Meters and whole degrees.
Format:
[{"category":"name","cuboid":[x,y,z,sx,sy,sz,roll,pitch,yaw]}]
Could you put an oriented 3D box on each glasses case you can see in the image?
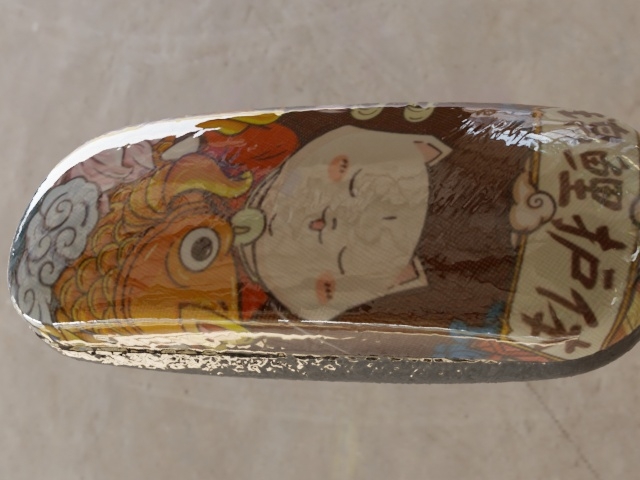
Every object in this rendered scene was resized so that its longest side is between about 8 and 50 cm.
[{"category":"glasses case","cuboid":[0.000,0.000,0.623,0.320,0.082,0.122,0,54,24]}]
